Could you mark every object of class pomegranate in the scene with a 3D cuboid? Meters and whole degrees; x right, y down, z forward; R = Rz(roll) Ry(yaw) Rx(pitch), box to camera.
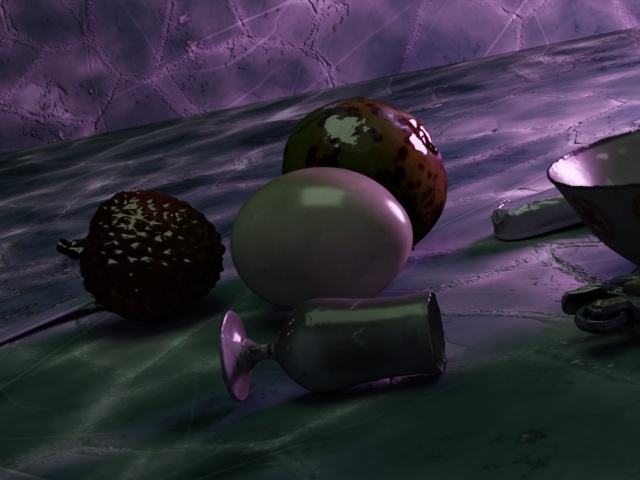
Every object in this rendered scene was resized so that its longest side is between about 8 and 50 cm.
[{"bbox_3d":[0.025,-0.080,2.031,0.306,0.242,0.242,-10,14,28],"label":"pomegranate"}]

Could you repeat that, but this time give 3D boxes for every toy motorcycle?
[{"bbox_3d":[0.350,0.059,1.494,0.193,0.061,0.124,-8,19,-2],"label":"toy motorcycle"}]

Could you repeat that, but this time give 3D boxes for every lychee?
[{"bbox_3d":[-0.250,0.022,1.982,0.238,0.200,0.200,2,15,5],"label":"lychee"}]

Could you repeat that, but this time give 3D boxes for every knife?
[{"bbox_3d":[-0.363,0.095,2.129,0.331,0.044,0.080,-22,16,-19],"label":"knife"}]

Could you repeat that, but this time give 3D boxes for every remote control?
[{"bbox_3d":[0.358,-0.054,1.983,0.247,0.052,0.104,-16,12,2],"label":"remote control"}]

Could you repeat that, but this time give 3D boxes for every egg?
[{"bbox_3d":[0.000,0.000,1.817,0.253,0.187,0.186,-2,17,34],"label":"egg"}]

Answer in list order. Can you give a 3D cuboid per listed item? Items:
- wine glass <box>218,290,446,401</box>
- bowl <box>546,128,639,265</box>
[{"bbox_3d":[0.015,0.112,1.531,0.231,0.103,0.103,-7,15,14],"label":"wine glass"},{"bbox_3d":[0.435,-0.040,1.614,0.337,0.158,0.337,-13,12,3],"label":"bowl"}]
